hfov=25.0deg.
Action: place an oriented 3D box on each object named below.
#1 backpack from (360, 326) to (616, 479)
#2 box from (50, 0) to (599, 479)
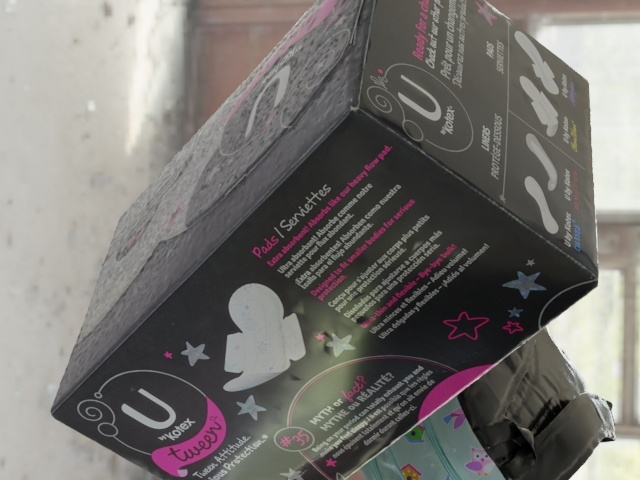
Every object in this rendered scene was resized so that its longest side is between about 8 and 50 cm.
[{"bbox_3d":[0.100,0.111,0.913,0.152,0.115,0.182,50,28,-5],"label":"backpack"},{"bbox_3d":[0.000,0.000,0.715,0.142,0.247,0.163,34,36,-20],"label":"box"}]
